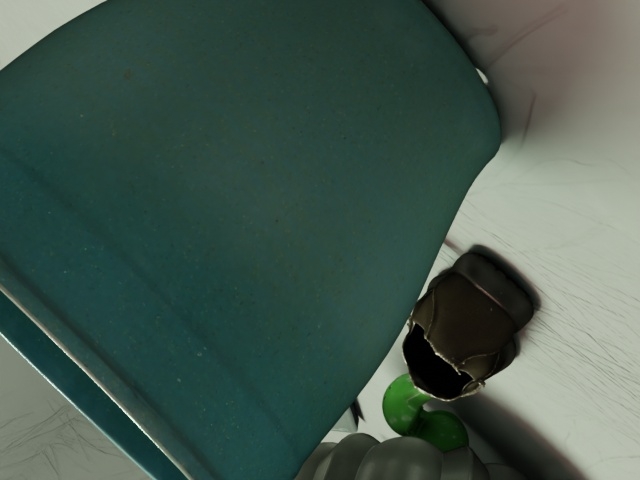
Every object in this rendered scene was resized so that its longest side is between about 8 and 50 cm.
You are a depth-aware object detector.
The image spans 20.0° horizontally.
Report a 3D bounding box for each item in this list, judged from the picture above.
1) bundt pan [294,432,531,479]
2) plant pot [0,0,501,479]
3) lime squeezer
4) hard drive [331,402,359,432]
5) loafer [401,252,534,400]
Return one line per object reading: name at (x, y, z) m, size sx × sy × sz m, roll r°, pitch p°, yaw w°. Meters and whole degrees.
bundt pan at (0.082, 0.269, 1.562) m, size 0.331 × 0.124 × 0.331 m, roll 11°, pitch 149°, yaw 7°
plant pot at (-0.050, -0.023, 0.956) m, size 0.272 × 0.255 × 0.271 m, roll 42°, pitch 167°, yaw 12°
lime squeezer at (0.116, 0.161, 1.548) m, size 0.110 × 0.059 × 0.310 m, roll 0°, pitch 146°, yaw 24°
hard drive at (-0.013, 0.168, 1.907) m, size 0.094 × 0.022 × 0.135 m, roll 5°, pitch 158°, yaw 10°
loafer at (0.084, 0.069, 1.239) m, size 0.080 × 0.078 × 0.220 m, roll 42°, pitch 167°, yaw 11°
